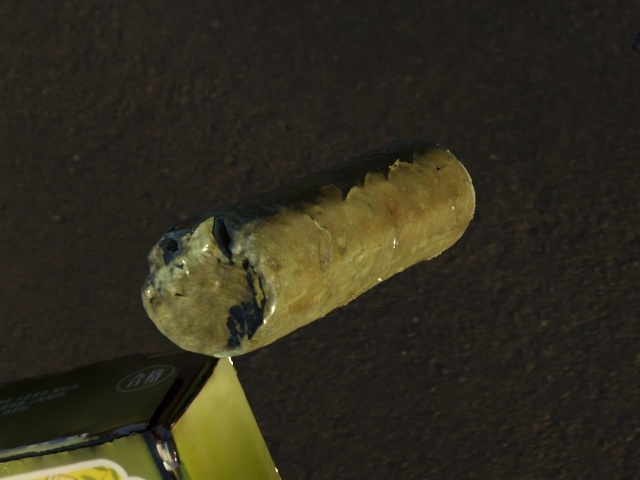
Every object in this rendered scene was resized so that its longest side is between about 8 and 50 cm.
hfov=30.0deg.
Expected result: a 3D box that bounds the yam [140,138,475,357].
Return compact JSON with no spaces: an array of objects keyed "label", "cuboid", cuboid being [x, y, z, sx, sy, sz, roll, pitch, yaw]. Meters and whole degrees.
[{"label":"yam","cuboid":[0.000,0.000,0.764,0.093,0.259,0.093,11,111,32]}]

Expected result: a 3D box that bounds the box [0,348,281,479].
[{"label":"box","cuboid":[-0.207,0.302,0.970,0.420,0.138,0.373,-13,109,22]}]

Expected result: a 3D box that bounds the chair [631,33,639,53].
[{"label":"chair","cuboid":[0.287,-0.092,0.600,0.229,0.106,0.113,34,133,15]}]
